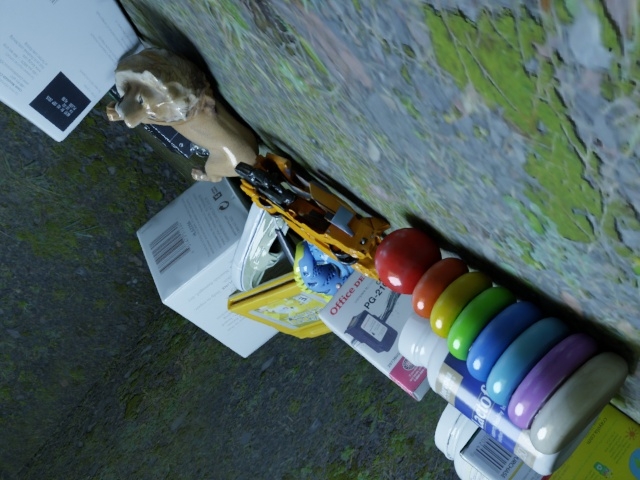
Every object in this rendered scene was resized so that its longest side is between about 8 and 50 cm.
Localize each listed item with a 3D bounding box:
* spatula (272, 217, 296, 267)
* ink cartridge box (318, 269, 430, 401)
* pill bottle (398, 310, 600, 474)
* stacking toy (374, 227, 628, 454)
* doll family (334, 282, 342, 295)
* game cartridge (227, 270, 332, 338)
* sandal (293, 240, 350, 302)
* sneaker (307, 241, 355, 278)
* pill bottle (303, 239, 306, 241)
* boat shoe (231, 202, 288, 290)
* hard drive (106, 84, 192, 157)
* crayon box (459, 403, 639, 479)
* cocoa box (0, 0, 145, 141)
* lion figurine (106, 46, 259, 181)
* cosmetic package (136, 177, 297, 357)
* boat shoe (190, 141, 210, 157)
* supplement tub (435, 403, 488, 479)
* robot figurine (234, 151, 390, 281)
[{"bbox_3d":[-0.098,-0.051,1.444,0.084,0.030,0.297,28,141,63],"label":"spatula"},{"bbox_3d":[0.141,0.157,1.212,0.237,0.172,0.100,37,172,27],"label":"ink cartridge box"},{"bbox_3d":[0.248,0.186,0.901,0.264,0.153,0.153,35,172,34],"label":"pill bottle"},{"bbox_3d":[0.197,0.094,0.787,0.330,0.141,0.141,44,177,31],"label":"stacking toy"},{"bbox_3d":[0.144,0.179,1.373,0.263,0.163,0.118,43,173,-22],"label":"doll family"},{"bbox_3d":[-0.041,0.183,1.737,0.285,0.053,0.323,-23,143,34],"label":"game cartridge"},{"bbox_3d":[0.048,0.089,1.501,0.138,0.126,0.317,-7,151,29],"label":"sandal"},{"bbox_3d":[0.000,0.000,1.356,0.209,0.082,0.069,44,174,-20],"label":"sneaker"},{"bbox_3d":[0.006,0.033,1.591,0.067,0.067,0.120,33,171,45],"label":"pill bottle"},{"bbox_3d":[-0.142,0.018,1.561,0.094,0.109,0.302,30,128,15],"label":"boat shoe"},{"bbox_3d":[-0.480,-0.359,1.691,0.339,0.064,0.237,42,173,-25],"label":"hard drive"},{"bbox_3d":[0.393,0.346,0.946,0.318,0.202,0.081,38,174,18],"label":"crayon box"},{"bbox_3d":[-0.463,-0.348,0.945,0.228,0.231,0.347,39,173,9],"label":"cocoa box"},{"bbox_3d":[-0.201,-0.194,1.063,0.240,0.142,0.392,13,173,36],"label":"lion figurine"},{"bbox_3d":[-0.260,0.065,1.875,0.394,0.327,0.329,47,-175,-47],"label":"cosmetic package"},{"bbox_3d":[-0.246,-0.212,1.316,0.228,0.076,0.080,40,173,2],"label":"boat shoe"},{"bbox_3d":[0.399,0.407,1.179,0.325,0.235,0.235,35,172,39],"label":"supplement tub"},{"bbox_3d":[-0.012,-0.046,1.064,0.291,0.085,0.211,34,171,23],"label":"robot figurine"}]
